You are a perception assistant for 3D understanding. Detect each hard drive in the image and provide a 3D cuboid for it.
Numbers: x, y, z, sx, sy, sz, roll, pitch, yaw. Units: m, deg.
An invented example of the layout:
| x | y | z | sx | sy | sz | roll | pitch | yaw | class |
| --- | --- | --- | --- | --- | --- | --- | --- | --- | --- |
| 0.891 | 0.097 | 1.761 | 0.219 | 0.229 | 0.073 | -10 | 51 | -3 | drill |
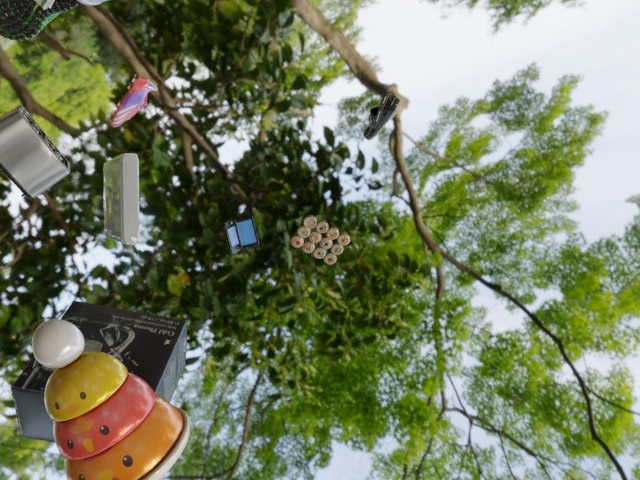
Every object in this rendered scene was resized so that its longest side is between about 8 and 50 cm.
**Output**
| x | y | z | sx | sy | sz | roll | pitch | yaw | class |
| --- | --- | --- | --- | --- | --- | --- | --- | --- | --- |
| -0.569 | -0.116 | 1.551 | 0.047 | 0.232 | 0.353 | -2 | -176 | -29 | hard drive |

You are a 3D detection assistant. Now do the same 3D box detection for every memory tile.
| x | y | z | sx | sy | sz | roll | pitch | yaw | class |
| --- | --- | --- | --- | --- | --- | --- | --- | --- | --- |
| 0.000 | 0.000 | 1.545 | 0.113 | 0.148 | 0.012 | -55 | -163 | 24 | memory tile |

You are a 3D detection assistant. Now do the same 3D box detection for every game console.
| x | y | z | sx | sy | sz | roll | pitch | yaw | class |
| --- | --- | --- | --- | --- | --- | --- | --- | --- | --- |
| -0.290 | -0.022 | 2.005 | 0.071 | 0.122 | 0.107 | -8 | -167 | 23 | game console |

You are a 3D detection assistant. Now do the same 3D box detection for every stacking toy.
| x | y | z | sx | sy | sz | roll | pitch | yaw | class |
| --- | --- | --- | --- | --- | --- | --- | --- | --- | --- |
| -0.596 | 0.414 | 1.423 | 0.351 | 0.479 | 0.350 | -24 | -162 | 8 | stacking toy |

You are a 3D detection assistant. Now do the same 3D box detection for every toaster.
| x | y | z | sx | sy | sz | roll | pitch | yaw | class |
| --- | --- | --- | --- | --- | --- | --- | --- | --- | --- |
| -0.638 | -0.191 | 1.176 | 0.110 | 0.168 | 0.186 | -37 | -151 | -9 | toaster |

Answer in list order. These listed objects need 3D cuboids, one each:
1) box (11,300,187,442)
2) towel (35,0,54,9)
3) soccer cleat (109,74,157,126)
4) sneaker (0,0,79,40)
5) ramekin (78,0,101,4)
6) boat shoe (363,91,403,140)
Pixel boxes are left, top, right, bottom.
| x | y | z | sx | sy | sz | roll | pitch | yaw | class |
| --- | --- | --- | --- | --- | --- | --- | --- | --- | --- |
| -0.815 | 0.521 | 2.111 | 0.480 | 0.297 | 0.471 | 10 | -145 | -1 | box |
| -0.607 | -0.586 | 1.162 | 0.113 | 0.152 | 0.023 | -41 | -176 | 21 | towel |
| -0.708 | -0.508 | 2.059 | 0.248 | 0.095 | 0.083 | -47 | -153 | 28 | soccer cleat |
| -0.881 | -0.742 | 1.722 | 0.344 | 0.134 | 0.146 | -21 | -143 | 8 | sneaker |
| -0.665 | -0.810 | 1.618 | 0.109 | 0.207 | 0.207 | 2 | -137 | 16 | ramekin |
| 0.210 | -0.450 | 1.986 | 0.233 | 0.079 | 0.084 | -47 | -161 | 57 | boat shoe |
